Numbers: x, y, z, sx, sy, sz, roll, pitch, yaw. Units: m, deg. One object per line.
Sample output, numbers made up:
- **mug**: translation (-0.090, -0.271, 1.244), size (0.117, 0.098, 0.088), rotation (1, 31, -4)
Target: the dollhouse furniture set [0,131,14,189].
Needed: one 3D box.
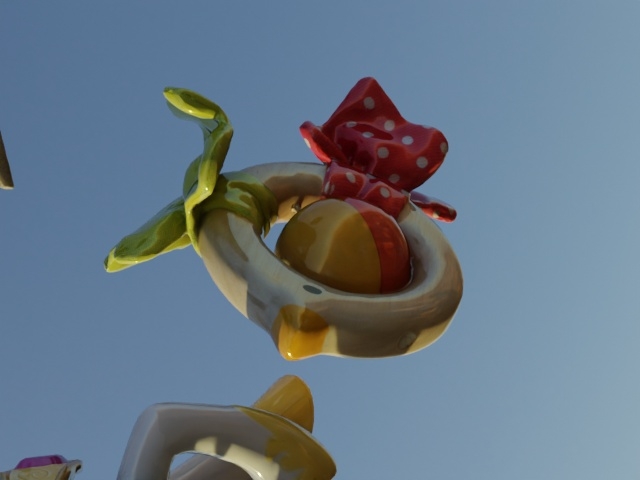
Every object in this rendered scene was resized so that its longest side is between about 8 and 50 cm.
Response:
- **dollhouse furniture set**: translation (-0.309, -0.076, 0.676), size (0.262, 0.259, 0.135), rotation (-10, -81, -22)

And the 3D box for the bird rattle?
- **bird rattle**: translation (0.000, 0.000, 0.767), size (0.253, 0.207, 0.143), rotation (3, -52, -41)

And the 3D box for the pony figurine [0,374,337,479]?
- **pony figurine**: translation (-0.135, 0.227, 0.585), size (0.363, 0.303, 0.351), rotation (3, -92, -41)
